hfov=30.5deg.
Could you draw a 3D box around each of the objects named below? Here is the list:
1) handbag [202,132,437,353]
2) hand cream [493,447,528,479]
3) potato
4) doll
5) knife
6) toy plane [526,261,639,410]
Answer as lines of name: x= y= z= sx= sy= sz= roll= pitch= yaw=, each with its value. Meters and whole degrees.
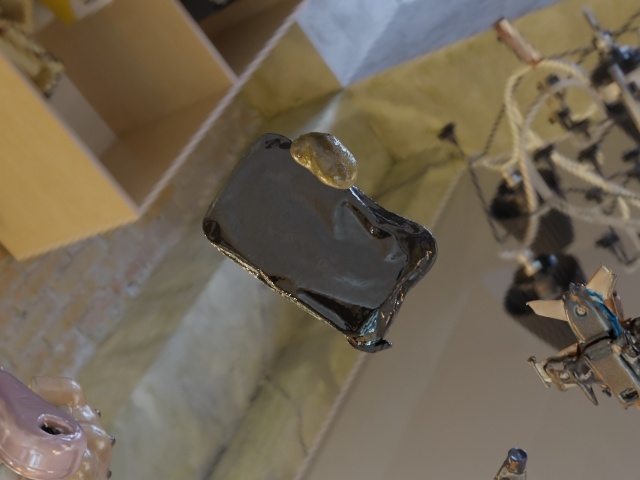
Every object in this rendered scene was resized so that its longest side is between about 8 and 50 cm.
handbag: x=0.003 y=0.001 z=1.638 sx=0.192 sy=0.332 sz=0.075 roll=-56 pitch=164 yaw=1
hand cream: x=0.320 y=0.428 z=1.996 sx=0.062 sy=0.163 sz=0.039 roll=12 pitch=-155 yaw=6
potato: x=0.006 y=-0.089 z=1.253 sx=0.092 sy=0.045 sz=0.046 roll=40 pitch=-67 yaw=37
doll: x=-0.268 y=0.268 z=1.121 sx=0.154 sy=0.119 sz=0.278 roll=-128 pitch=-134 yaw=-60
knife: x=-0.318 y=0.105 z=1.000 sx=0.336 sy=0.081 sz=0.043 roll=30 pitch=-75 yaw=35
toy plane: x=0.239 y=0.108 z=0.902 sx=0.135 sy=0.188 sz=0.062 roll=-29 pitch=180 yaw=33
